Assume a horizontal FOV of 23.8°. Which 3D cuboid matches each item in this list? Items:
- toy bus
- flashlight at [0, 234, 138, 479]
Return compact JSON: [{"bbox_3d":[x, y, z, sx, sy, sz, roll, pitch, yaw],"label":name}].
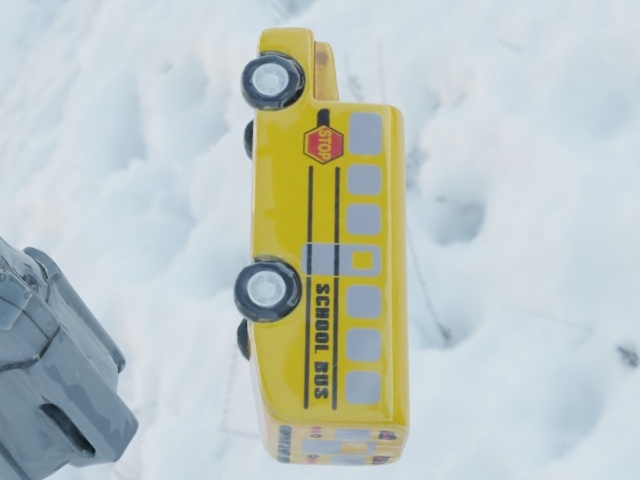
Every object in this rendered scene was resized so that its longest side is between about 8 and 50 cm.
[{"bbox_3d":[0.000,0.000,1.177,0.130,0.108,0.333,1,65,-1],"label":"toy bus"},{"bbox_3d":[-0.177,-0.034,0.483,0.103,0.304,0.103,-26,39,6],"label":"flashlight"}]
